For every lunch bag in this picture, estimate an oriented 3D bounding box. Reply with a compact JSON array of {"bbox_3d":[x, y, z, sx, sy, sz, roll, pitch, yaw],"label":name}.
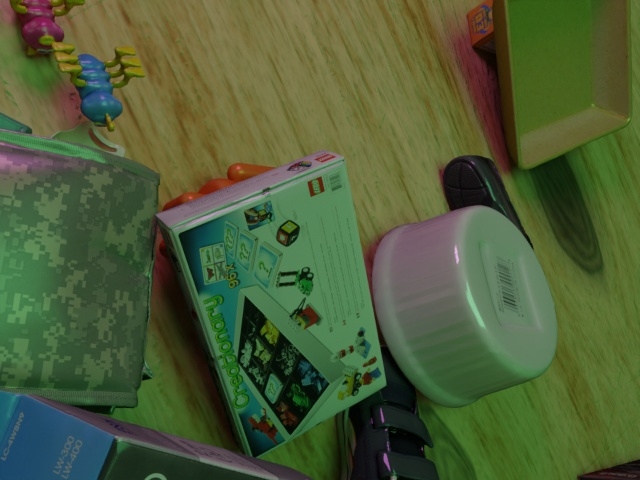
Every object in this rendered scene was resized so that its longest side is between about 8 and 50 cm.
[{"bbox_3d":[-0.288,0.030,0.559,0.287,0.169,0.235,10,71,-29],"label":"lunch bag"}]

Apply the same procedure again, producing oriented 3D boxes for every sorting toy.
[{"bbox_3d":[-0.255,-0.094,0.699,0.083,0.045,0.075,41,50,-19],"label":"sorting toy"}]

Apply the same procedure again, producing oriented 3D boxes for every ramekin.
[{"bbox_3d":[0.213,0.084,0.890,0.277,0.135,0.277,25,53,-38],"label":"ramekin"}]

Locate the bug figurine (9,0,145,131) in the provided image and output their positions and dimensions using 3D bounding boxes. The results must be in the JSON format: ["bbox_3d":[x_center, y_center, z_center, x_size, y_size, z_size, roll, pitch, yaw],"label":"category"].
[{"bbox_3d":[-0.332,-0.194,0.630,0.279,0.072,0.216,-5,61,-35],"label":"bug figurine"}]

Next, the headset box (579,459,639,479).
[{"bbox_3d":[0.573,0.501,1.087,0.294,0.110,0.217,3,75,-35],"label":"headset box"}]

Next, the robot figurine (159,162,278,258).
[{"bbox_3d":[-0.075,0.000,0.748,0.220,0.128,0.158,9,38,-34],"label":"robot figurine"}]

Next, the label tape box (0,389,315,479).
[{"bbox_3d":[-0.162,0.271,0.471,0.348,0.115,0.249,29,73,-32],"label":"label tape box"}]

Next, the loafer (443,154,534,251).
[{"bbox_3d":[0.301,-0.003,1.036,0.095,0.109,0.302,-17,85,-42],"label":"loafer"}]

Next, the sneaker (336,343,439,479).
[{"bbox_3d":[0.091,0.284,0.792,0.126,0.127,0.320,22,64,-29],"label":"sneaker"}]

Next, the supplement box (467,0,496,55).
[{"bbox_3d":[0.392,-0.396,1.224,0.234,0.080,0.077,7,73,-36],"label":"supplement box"}]

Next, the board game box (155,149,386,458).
[{"bbox_3d":[-0.038,0.076,0.689,0.193,0.053,0.305,-24,120,-22],"label":"board game box"}]

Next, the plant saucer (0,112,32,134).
[{"bbox_3d":[-0.390,-0.133,0.624,0.192,0.018,0.067,29,62,-28],"label":"plant saucer"}]

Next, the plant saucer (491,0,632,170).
[{"bbox_3d":[0.436,-0.334,1.163,0.333,0.081,0.332,-23,113,-26],"label":"plant saucer"}]
